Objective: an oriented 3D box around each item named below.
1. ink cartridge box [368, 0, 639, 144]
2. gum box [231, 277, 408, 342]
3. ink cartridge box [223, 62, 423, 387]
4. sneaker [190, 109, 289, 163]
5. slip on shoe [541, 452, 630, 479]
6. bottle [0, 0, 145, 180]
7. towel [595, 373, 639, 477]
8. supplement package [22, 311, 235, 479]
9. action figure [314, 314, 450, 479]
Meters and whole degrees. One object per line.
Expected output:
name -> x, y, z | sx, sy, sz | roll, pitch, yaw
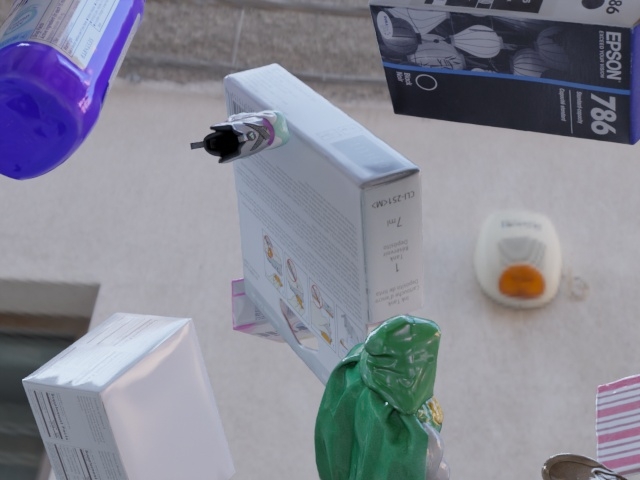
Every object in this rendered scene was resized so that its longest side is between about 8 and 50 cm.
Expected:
ink cartridge box -> 0.222, -0.182, 1.143 | 0.332, 0.065, 0.165 | 8, -36, 22
gum box -> -0.006, 0.071, 1.329 | 0.188, 0.062, 0.107 | -12, -20, 26
ink cartridge box -> 0.000, 0.000, 1.002 | 0.060, 0.275, 0.239 | -17, -58, -21
sneaker -> -0.077, -0.080, 0.909 | 0.098, 0.069, 0.038 | -12, -84, 56
slip on shoe -> 0.289, 0.260, 1.189 | 0.135, 0.051, 0.041 | 24, 3, 37
bottle -> -0.201, -0.175, 0.918 | 0.118, 0.283, 0.092 | -31, -59, 35
towel -> 0.473, 0.266, 1.650 | 0.144, 0.197, 0.029 | -20, -60, 26
supplement package -> -0.258, 0.263, 1.580 | 0.145, 0.204, 0.262 | 3, -64, 33
action figure -> 0.036, 0.125, 0.556 | 0.063, 0.137, 0.232 | -17, -47, -19
